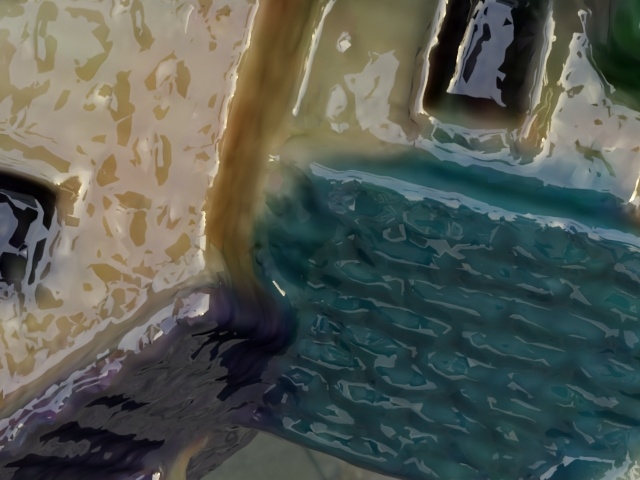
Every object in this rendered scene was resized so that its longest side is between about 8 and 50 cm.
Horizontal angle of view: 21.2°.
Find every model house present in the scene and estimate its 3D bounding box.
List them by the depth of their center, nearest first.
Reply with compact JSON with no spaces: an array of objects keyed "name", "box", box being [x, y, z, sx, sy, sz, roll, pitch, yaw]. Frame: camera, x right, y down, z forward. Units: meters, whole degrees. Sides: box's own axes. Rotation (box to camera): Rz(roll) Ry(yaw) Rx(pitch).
[{"name":"model house","box":[0.000,0.000,0.583,0.312,0.280,0.245,15,-5,14]}]
